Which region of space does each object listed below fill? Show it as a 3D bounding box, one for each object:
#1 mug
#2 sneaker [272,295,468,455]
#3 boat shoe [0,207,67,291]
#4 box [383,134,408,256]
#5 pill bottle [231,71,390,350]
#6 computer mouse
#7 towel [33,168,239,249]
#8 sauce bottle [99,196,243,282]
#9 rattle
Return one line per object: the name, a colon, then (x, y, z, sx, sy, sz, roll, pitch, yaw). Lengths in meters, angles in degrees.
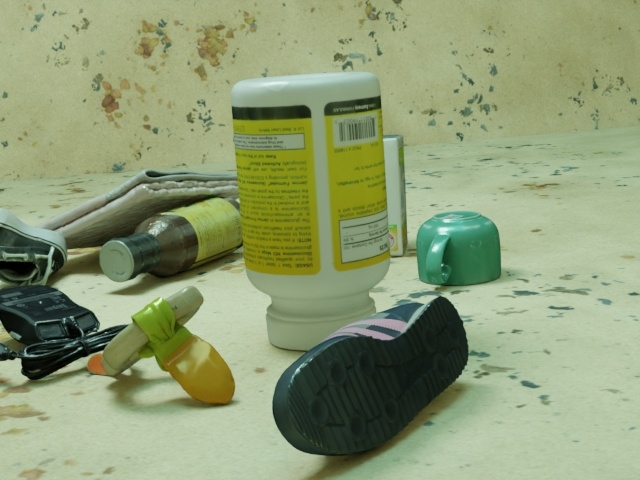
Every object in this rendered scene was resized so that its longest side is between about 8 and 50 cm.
mug: (0.213, 0.010, 1.706, 0.129, 0.097, 0.158, -5, 10, -4)
sneaker: (0.029, 0.142, 1.107, 0.131, 0.112, 0.319, -18, -2, 34)
boat shoe: (-0.496, 0.032, 1.849, 0.113, 0.105, 0.306, -15, -14, 1)
box: (0.094, -0.079, 1.952, 0.103, 0.203, 0.114, -2, 9, 10)
pill bottle: (-0.009, -0.040, 1.407, 0.188, 0.334, 0.188, -3, 10, 1)
computer mouse: (-0.372, 0.126, 1.437, 0.262, 0.060, 0.184, 16, 23, 42)
towel: (-0.335, -0.055, 2.063, 0.317, 0.053, 0.332, -23, -9, 29)
sauce bottle: (-0.246, 0.000, 1.910, 0.111, 0.111, 0.344, 1, 10, 26)
rattle: (-0.182, 0.148, 1.284, 0.199, 0.143, 0.130, -45, 8, 41)
